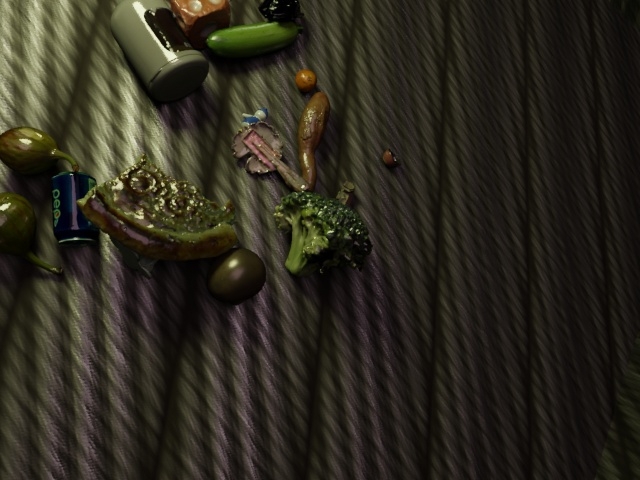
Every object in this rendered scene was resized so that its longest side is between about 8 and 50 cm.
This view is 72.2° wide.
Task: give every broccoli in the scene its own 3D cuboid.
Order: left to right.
[{"bbox_3d":[-0.009,-0.003,1.425,0.348,0.293,0.280,30,108,-1],"label":"broccoli"}]

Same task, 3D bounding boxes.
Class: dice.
[{"bbox_3d":[-0.424,-0.776,1.484,0.175,0.174,0.179,-38,89,-22],"label":"dice"}]

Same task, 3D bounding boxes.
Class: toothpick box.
[{"bbox_3d":[-0.531,-0.621,1.398,0.229,0.229,0.316,-34,90,-23],"label":"toothpick box"}]

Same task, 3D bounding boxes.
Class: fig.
[{"bbox_3d":[-0.829,-0.001,1.208,0.151,0.151,0.259,-35,119,-23],"label":"fig"},{"bbox_3d":[-0.763,-0.239,1.220,0.246,0.149,0.149,13,72,9],"label":"fig"}]

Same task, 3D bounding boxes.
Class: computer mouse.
[{"bbox_3d":[-0.144,-0.856,1.605,0.147,0.077,0.241,10,38,13],"label":"computer mouse"}]

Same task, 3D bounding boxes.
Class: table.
[{"bbox_3d":[-0.486,-0.010,1.304,0.166,0.166,0.198,48,59,-5],"label":"table"}]

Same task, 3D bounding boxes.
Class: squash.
[{"bbox_3d":[-0.230,-0.722,1.574,0.395,0.107,0.107,-26,88,-28],"label":"squash"}]

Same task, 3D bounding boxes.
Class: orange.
[{"bbox_3d":[-0.054,-0.591,1.626,0.084,0.083,0.083,4,77,-19],"label":"orange"}]

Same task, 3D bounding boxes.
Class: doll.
[{"bbox_3d":[-0.228,-0.415,1.535,0.099,0.058,0.142,47,65,-28],"label":"doll"}]

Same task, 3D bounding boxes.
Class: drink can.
[{"bbox_3d":[-0.699,-0.088,1.255,0.118,0.118,0.204,-4,78,-21],"label":"drink can"}]

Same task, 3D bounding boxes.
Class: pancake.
[{"bbox_3d":[-0.426,-0.078,1.244,0.427,0.067,0.304,29,53,-16],"label":"pancake"}]

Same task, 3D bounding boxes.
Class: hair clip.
[{"bbox_3d":[-0.162,-0.270,1.507,0.300,0.069,0.173,44,82,-6],"label":"hair clip"}]

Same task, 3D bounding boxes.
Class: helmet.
[{"bbox_3d":[0.270,-0.311,1.699,0.084,0.049,0.065,38,29,-34],"label":"helmet"}]

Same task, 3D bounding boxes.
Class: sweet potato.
[{"bbox_3d":[-0.036,-0.365,1.573,0.109,0.109,0.384,14,79,-17],"label":"sweet potato"}]

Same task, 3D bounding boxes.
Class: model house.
[{"bbox_3d":[0.094,-0.166,1.599,0.058,0.057,0.083,31,68,-7],"label":"model house"}]

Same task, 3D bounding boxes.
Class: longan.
[{"bbox_3d":[-0.258,0.109,1.351,0.189,0.189,0.189,4,77,-19],"label":"longan"}]
